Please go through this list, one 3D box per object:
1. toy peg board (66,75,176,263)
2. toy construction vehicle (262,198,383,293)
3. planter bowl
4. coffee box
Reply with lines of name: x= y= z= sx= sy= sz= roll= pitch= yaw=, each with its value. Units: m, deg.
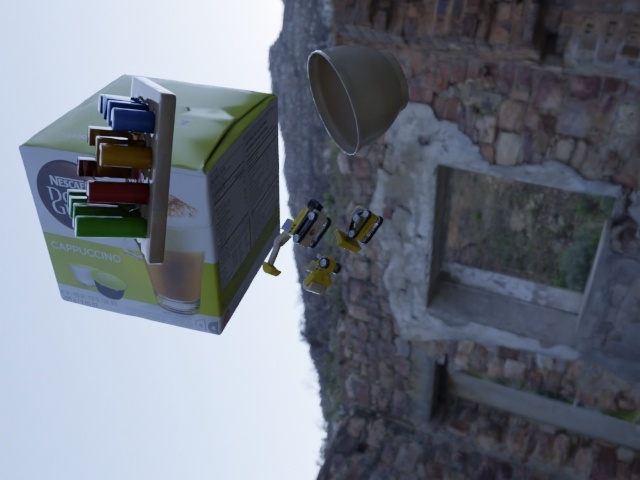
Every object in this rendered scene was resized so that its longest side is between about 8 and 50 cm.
toy peg board: x=-0.205 y=-0.077 z=0.645 sx=0.079 sy=0.161 sz=0.161 roll=0 pitch=-72 yaw=-26
toy construction vehicle: x=0.000 y=0.000 z=0.612 sx=0.085 sy=0.035 sz=0.098 roll=19 pitch=-69 yaw=-46
planter bowl: x=0.064 y=-0.224 z=0.981 sx=0.109 sy=0.162 sz=0.162 roll=-24 pitch=-41 yaw=-13
coffee box: x=-0.285 y=-0.084 z=1.217 sx=0.338 sy=0.337 sz=0.335 roll=-63 pitch=-21 yaw=-53
